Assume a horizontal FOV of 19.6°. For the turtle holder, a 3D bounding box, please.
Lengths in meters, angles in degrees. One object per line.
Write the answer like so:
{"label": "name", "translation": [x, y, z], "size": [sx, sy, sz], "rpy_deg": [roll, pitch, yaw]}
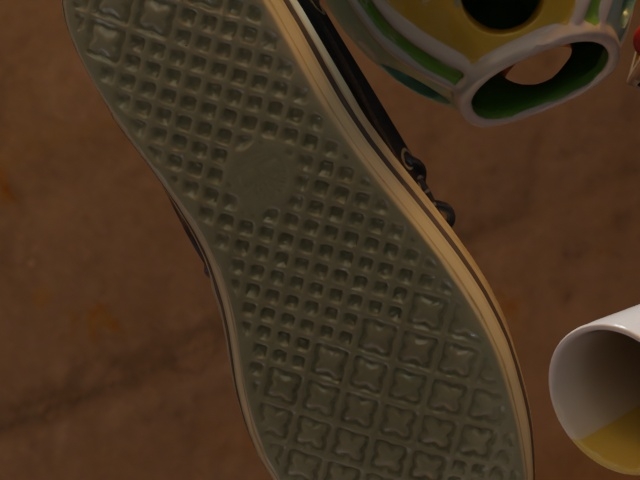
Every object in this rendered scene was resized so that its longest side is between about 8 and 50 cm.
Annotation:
{"label": "turtle holder", "translation": [0.112, -0.216, 1.224], "size": [0.243, 0.227, 0.320], "rpy_deg": [-16, -16, -15]}

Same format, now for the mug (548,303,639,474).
{"label": "mug", "translation": [0.133, 0.058, 0.733], "size": [0.064, 0.062, 0.078], "rpy_deg": [-27, -54, -45]}

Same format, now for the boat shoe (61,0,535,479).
{"label": "boat shoe", "translation": [0.000, 0.000, 1.208], "size": [0.186, 0.156, 0.500], "rpy_deg": [-26, -80, 14]}

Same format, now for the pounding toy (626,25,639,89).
{"label": "pounding toy", "translation": [0.325, -0.211, 1.678], "size": [0.130, 0.100, 0.141], "rpy_deg": [113, 177, -58]}
